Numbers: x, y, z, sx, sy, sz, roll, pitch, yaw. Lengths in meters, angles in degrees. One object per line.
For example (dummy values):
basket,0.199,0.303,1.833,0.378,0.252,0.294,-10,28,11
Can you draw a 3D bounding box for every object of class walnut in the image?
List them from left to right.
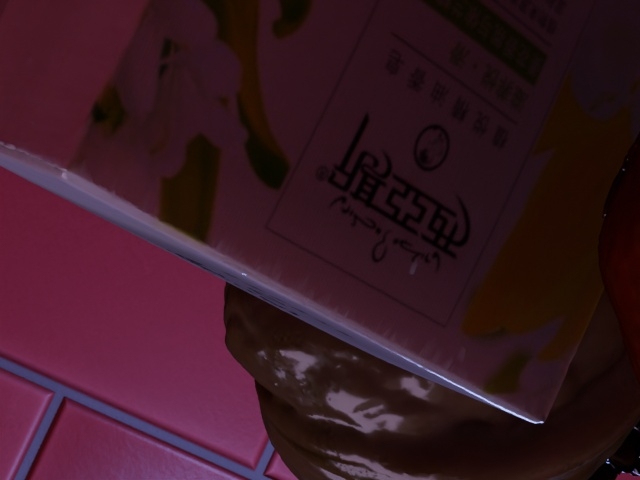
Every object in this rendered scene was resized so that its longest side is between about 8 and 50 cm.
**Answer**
walnut,0.084,0.045,0.986,0.285,0.285,0.296,22,146,27

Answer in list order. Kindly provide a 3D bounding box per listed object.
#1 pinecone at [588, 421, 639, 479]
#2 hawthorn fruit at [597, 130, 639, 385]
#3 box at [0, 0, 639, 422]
pinecone,0.220,0.098,1.273,0.221,0.221,0.221,25,175,2
hawthorn fruit,0.222,0.014,0.473,0.211,0.211,0.299,28,165,-28
box,0.015,-0.068,0.586,0.260,0.194,0.111,29,174,-43
